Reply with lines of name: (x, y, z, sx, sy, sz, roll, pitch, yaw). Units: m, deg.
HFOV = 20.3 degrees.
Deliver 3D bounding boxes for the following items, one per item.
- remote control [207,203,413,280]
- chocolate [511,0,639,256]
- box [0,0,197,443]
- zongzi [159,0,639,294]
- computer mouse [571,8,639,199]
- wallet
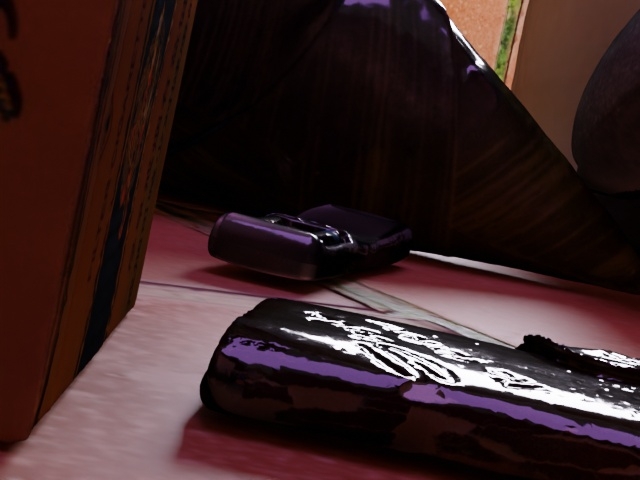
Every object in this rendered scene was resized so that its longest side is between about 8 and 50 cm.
remote control: (0.000, 0.000, 0.891, 0.059, 0.028, 0.212, 11, 6, 14)
chocolate: (0.290, -0.112, 1.279, 0.314, 0.297, 0.326, 3, 9, -24)
box: (-0.081, -0.042, 0.519, 0.070, 0.152, 0.237, 12, 6, 1)
zongzi: (-0.025, -0.075, 1.173, 0.432, 0.208, 0.403, 39, -19, -8)
computer mouse: (0.281, -0.125, 0.984, 0.374, 0.114, 0.203, -19, 12, 45)
wallet: (0.084, 0.052, 0.523, 0.232, 0.031, 0.122, 11, 7, 5)
